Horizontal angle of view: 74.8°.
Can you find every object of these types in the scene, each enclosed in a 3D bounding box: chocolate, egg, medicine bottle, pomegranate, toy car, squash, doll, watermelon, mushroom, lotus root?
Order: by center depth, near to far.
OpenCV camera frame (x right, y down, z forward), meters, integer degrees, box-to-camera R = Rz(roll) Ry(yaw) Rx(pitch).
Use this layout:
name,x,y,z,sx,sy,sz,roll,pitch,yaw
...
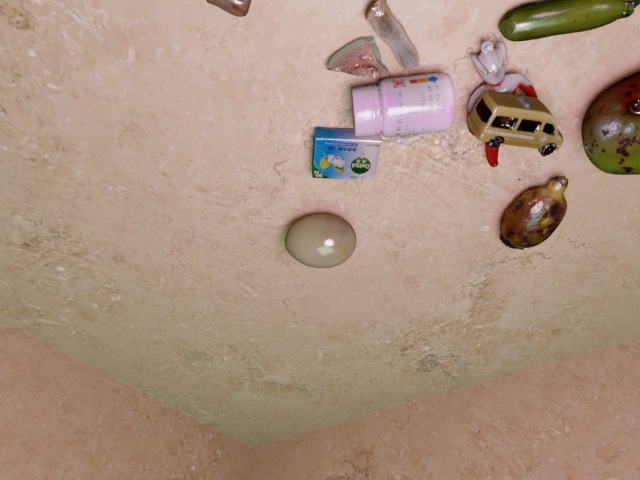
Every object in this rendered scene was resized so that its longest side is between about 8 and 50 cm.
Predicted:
name,x,y,z,sx,sy,sz,roll,pitch,yaw
chocolate,-0.213,-0.557,0.971,0.100,0.031,0.064,21,134,-22
squash,0.593,-0.531,0.989,0.331,0.087,0.087,-7,134,3
mushroom,0.183,-0.501,1.030,0.059,0.055,0.202,-29,134,30
watermelon,0.094,-0.454,1.059,0.154,0.080,0.101,4,126,15
toy car,0.517,-0.304,1.077,0.256,0.101,0.125,3,139,-14
medicine bottle,0.210,-0.350,1.101,0.254,0.152,0.152,-7,134,4
pomegranate,0.861,-0.280,1.118,0.290,0.291,0.323,-21,140,17
doll,0.490,-0.368,1.141,0.188,0.099,0.384,-22,137,17
lotus root,0.703,-0.080,1.383,0.169,0.142,0.314,8,132,-15
egg,0.000,0.000,1.403,0.241,0.186,0.186,3,134,9

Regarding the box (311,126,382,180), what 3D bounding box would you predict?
name,x,y,z,sx,sy,sz,roll,pitch,yaw
box,0.074,-0.255,1.239,0.194,0.073,0.139,2,133,-4
